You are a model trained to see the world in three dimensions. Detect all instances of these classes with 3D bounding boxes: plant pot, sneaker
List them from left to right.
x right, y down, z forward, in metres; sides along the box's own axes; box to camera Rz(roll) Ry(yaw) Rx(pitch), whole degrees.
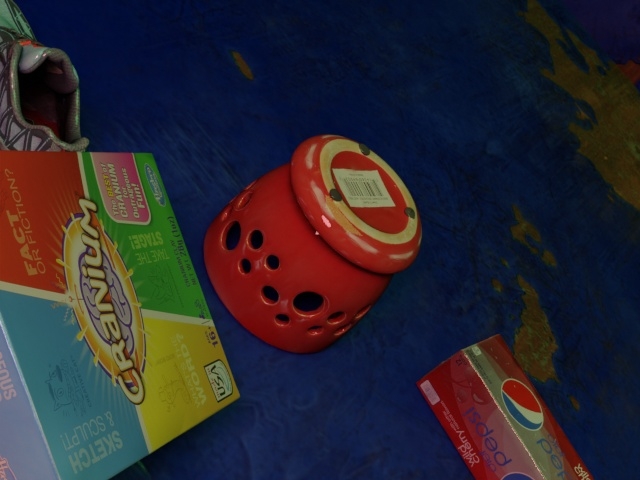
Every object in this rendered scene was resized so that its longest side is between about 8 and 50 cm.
[{"bbox_3d":[-0.273,-0.151,1.007,0.104,0.125,0.262,6,52,-45],"label":"sneaker"},{"bbox_3d":[0.000,0.000,1.116,0.191,0.174,0.191,28,41,-28],"label":"plant pot"}]

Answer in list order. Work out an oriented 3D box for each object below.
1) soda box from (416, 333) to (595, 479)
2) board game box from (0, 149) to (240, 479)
[{"bbox_3d":[0.225,0.243,1.195,0.092,0.083,0.263,-11,65,-51],"label":"soda box"},{"bbox_3d":[-0.182,0.053,0.811,0.242,0.064,0.316,70,16,1],"label":"board game box"}]
